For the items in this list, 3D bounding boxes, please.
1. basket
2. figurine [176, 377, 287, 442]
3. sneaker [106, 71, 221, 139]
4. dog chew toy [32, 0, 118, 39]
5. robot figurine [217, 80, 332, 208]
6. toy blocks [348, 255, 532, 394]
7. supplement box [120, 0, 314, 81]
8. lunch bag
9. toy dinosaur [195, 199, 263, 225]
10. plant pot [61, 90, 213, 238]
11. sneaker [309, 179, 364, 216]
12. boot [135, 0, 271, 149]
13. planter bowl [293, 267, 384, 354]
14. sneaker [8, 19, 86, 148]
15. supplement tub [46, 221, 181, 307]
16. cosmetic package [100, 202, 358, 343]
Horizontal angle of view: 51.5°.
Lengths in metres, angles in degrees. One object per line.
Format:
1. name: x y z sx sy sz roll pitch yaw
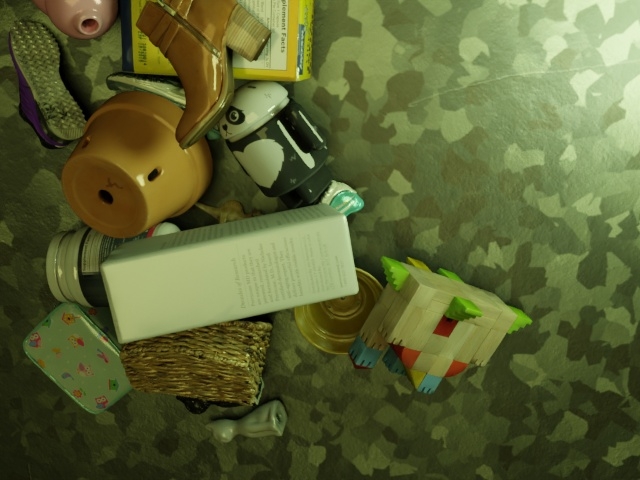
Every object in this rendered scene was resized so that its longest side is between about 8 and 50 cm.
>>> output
1. basket: -0.271 0.211 1.485 0.299 0.223 0.213 6 139 6
2. figurine: -0.215 0.419 1.627 0.209 0.092 0.215 -17 126 18
3. sneaker: -0.335 -0.292 1.447 0.283 0.110 0.122 15 110 2
4. dog chew toy: -0.485 -0.522 1.294 0.206 0.206 0.332 -35 60 14
5. robot figurine: -0.096 -0.201 1.399 0.209 0.173 0.278 -32 110 11
6. toy blocks: 0.243 0.214 1.464 0.381 0.191 0.261 18 109 -29
7. supplement box: -0.200 -0.432 1.346 0.356 0.195 0.194 5 106 6
8. lunch bag: -0.575 0.275 1.633 0.224 0.108 0.279 -40 97 18
9. toy dinosaur: -0.220 -0.050 1.541 0.183 0.053 0.093 11 90 8
10. plant pot: -0.402 -0.140 1.399 0.290 0.203 0.291 11 128 14
11. sneaker: 0.000 0.000 1.497 0.110 0.107 0.275 28 107 -11
12. boot: -0.251 -0.333 1.219 0.220 0.109 0.283 33 105 -4
13. planter bowl: 0.050 0.146 1.534 0.217 0.090 0.217 1 107 3
14. sneaker: -0.631 -0.334 1.471 0.146 0.102 0.293 -24 86 44
15. supplement tub: -0.456 0.057 1.514 0.272 0.191 0.191 -2 105 7
16. cosmetic package: -0.174 0.054 1.315 0.453 0.230 0.162 -11 100 -6
